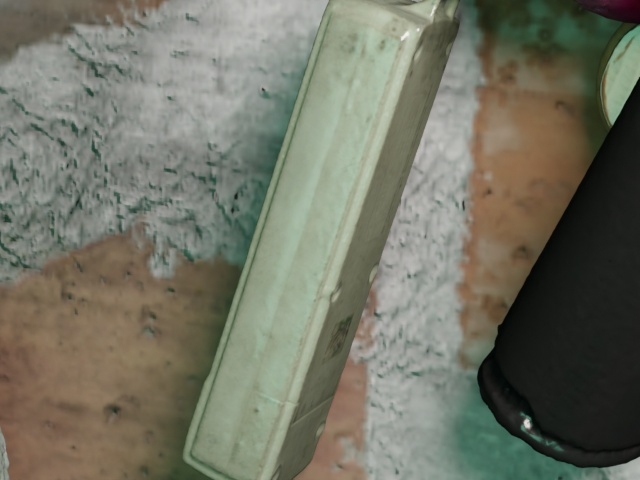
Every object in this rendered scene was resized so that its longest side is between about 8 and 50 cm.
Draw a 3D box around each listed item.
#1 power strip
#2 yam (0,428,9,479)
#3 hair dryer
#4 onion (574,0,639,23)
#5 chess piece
[{"bbox_3d":[0.000,0.000,0.807,0.052,0.078,0.272,22,106,15],"label":"power strip"},{"bbox_3d":[-0.305,0.111,0.906,0.330,0.133,0.133,2,100,22],"label":"yam"},{"bbox_3d":[0.220,0.030,0.732,0.251,0.089,0.197,19,125,-4],"label":"hair dryer"},{"bbox_3d":[0.116,-0.172,0.728,0.140,0.150,0.150,14,105,45],"label":"onion"},{"bbox_3d":[0.166,-0.069,0.763,0.084,0.038,0.083,2,98,16],"label":"chess piece"}]
